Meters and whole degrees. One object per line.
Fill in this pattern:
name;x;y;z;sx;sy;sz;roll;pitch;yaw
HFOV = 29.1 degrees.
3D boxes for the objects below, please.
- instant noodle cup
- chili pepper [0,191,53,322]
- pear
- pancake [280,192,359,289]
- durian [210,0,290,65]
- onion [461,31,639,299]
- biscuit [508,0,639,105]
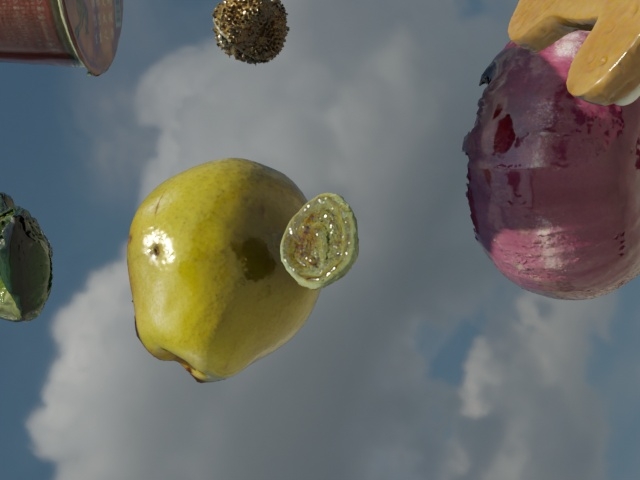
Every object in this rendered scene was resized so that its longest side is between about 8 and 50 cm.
instant noodle cup;-0.329;-0.291;1.334;0.235;0.178;0.235;-2;-90;-84
chili pepper;-0.424;0.019;1.592;0.116;0.264;0.148;-18;-73;-47
pear;-0.131;0.031;2.027;0.340;0.191;0.387;30;-121;-27
pancake;0.000;0.001;1.312;0.017;0.108;0.108;23;-96;-48
durian;-0.066;-0.216;1.232;0.080;0.091;0.080;28;-134;-34
onion;0.339;-0.099;1.546;0.358;0.345;0.358;-5;-80;-32
biscuit;0.228;-0.176;0.778;0.047;0.340;0.216;29;-84;-18
